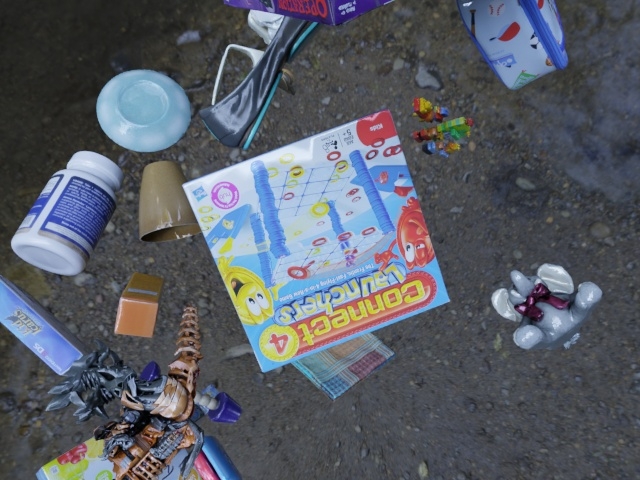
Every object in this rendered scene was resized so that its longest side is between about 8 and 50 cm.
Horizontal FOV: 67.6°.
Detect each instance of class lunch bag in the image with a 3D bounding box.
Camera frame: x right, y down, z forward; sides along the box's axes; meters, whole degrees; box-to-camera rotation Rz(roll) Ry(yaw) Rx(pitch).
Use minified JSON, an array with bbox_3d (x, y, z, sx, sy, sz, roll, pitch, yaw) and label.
[{"bbox_3d":[0.290,-0.401,0.745,0.115,0.243,0.303,-21,52,39],"label":"lunch bag"}]

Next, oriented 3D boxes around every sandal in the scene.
[{"bbox_3d":[-0.102,-0.461,1.363,0.072,0.180,0.049,33,98,6],"label":"sandal"}]

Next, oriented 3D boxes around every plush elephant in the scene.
[{"bbox_3d":[0.678,0.192,1.486,0.272,0.330,0.255,-41,52,10],"label":"plush elephant"}]

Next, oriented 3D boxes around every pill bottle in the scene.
[{"bbox_3d":[-0.563,-0.067,1.093,0.153,0.153,0.264,9,58,7],"label":"pill bottle"}]

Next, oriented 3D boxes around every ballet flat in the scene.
[{"bbox_3d":[-0.073,-0.261,0.661,0.096,0.095,0.280,33,86,-13],"label":"ballet flat"}]

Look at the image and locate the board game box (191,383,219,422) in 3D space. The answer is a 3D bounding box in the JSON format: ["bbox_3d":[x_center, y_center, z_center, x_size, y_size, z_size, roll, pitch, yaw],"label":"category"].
[{"bbox_3d":[-0.381,0.513,1.380,0.060,0.194,0.194,43,95,10],"label":"board game box"}]

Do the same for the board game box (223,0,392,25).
[{"bbox_3d":[0.093,-0.294,0.452,0.347,0.056,0.208,-30,44,-17],"label":"board game box"}]

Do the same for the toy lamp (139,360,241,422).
[{"bbox_3d":[-0.322,0.395,1.216,0.275,0.080,0.080,34,76,-29],"label":"toy lamp"}]

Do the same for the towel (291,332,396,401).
[{"bbox_3d":[0.008,0.297,1.455,0.272,0.040,0.370,-26,45,-35],"label":"towel"}]

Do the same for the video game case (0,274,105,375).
[{"bbox_3d":[-0.608,0.193,1.039,0.269,0.244,0.061,41,68,3],"label":"video game case"}]

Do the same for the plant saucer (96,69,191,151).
[{"bbox_3d":[-0.378,-0.287,1.023,0.195,0.037,0.194,3,77,-13],"label":"plant saucer"}]

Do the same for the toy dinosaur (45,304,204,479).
[{"bbox_3d":[-0.276,0.262,0.757,0.219,0.164,0.321,17,39,3],"label":"toy dinosaur"}]

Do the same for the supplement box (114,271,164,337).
[{"bbox_3d":[-0.389,0.135,1.045,0.080,0.233,0.078,10,97,-18],"label":"supplement box"}]

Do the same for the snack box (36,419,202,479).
[{"bbox_3d":[-0.333,0.404,0.810,0.207,0.070,0.174,-22,75,-46],"label":"snack box"}]

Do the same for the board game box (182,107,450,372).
[{"bbox_3d":[0.000,0.000,0.720,0.308,0.086,0.301,-21,103,-1],"label":"board game box"}]

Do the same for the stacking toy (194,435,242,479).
[{"bbox_3d":[-0.371,0.686,1.277,0.302,0.175,0.165,-35,66,-16],"label":"stacking toy"}]

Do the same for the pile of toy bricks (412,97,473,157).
[{"bbox_3d":[0.301,-0.261,1.113,0.105,0.212,0.118,-10,74,36],"label":"pile of toy bricks"}]

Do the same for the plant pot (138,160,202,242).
[{"bbox_3d":[-0.548,-0.144,1.708,0.237,0.237,0.254,-15,82,0],"label":"plant pot"}]
